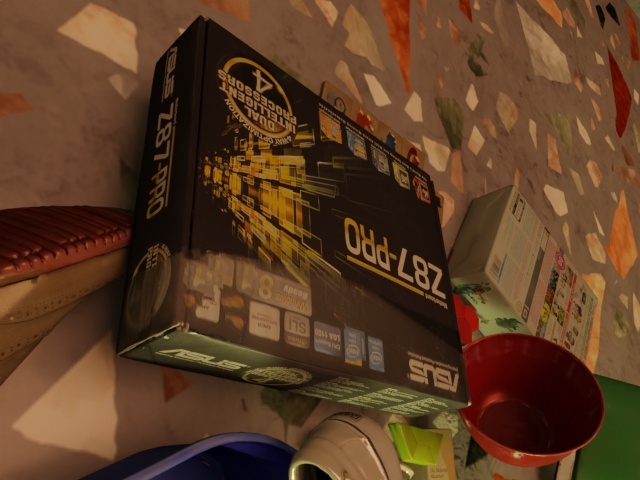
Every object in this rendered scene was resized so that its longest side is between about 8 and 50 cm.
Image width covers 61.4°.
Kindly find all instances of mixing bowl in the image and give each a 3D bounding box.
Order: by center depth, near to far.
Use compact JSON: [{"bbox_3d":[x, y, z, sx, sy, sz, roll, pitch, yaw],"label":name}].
[{"bbox_3d":[0.257,0.220,0.698,0.181,0.181,0.098,-47,144,-41],"label":"mixing bowl"}]

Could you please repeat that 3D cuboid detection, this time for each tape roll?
[{"bbox_3d":[0.384,0.355,0.768,0.321,0.077,0.322,-41,137,-54],"label":"tape roll"}]

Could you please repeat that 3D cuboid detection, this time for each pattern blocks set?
[{"bbox_3d":[0.117,0.147,0.720,0.324,0.026,0.286,32,47,-31],"label":"pattern blocks set"}]

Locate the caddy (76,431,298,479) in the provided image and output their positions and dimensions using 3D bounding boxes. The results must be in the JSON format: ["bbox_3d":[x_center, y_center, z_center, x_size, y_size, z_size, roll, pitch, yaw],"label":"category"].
[{"bbox_3d":[-0.122,0.286,0.387,0.341,0.179,0.242,-14,85,-44],"label":"caddy"}]

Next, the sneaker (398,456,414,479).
[{"bbox_3d":[0.043,0.271,0.637,0.157,0.061,0.065,28,85,-31],"label":"sneaker"}]

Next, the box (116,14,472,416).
[{"bbox_3d":[0.000,0.000,0.575,0.394,0.097,0.319,26,51,-40],"label":"box"}]

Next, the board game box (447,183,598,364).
[{"bbox_3d":[0.358,0.090,0.942,0.303,0.097,0.224,48,51,-17],"label":"board game box"}]

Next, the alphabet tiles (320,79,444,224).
[{"bbox_3d":[0.068,-0.068,0.796,0.342,0.011,0.285,28,58,-32],"label":"alphabet tiles"}]

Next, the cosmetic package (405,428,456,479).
[{"bbox_3d":[0.146,0.309,0.712,0.060,0.041,0.115,13,66,-38],"label":"cosmetic package"}]

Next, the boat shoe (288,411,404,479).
[{"bbox_3d":[0.042,0.269,0.398,0.088,0.096,0.268,-12,87,-59],"label":"boat shoe"}]

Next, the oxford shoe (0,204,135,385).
[{"bbox_3d":[-0.270,0.063,0.404,0.348,0.122,0.130,-29,126,-48],"label":"oxford shoe"}]
